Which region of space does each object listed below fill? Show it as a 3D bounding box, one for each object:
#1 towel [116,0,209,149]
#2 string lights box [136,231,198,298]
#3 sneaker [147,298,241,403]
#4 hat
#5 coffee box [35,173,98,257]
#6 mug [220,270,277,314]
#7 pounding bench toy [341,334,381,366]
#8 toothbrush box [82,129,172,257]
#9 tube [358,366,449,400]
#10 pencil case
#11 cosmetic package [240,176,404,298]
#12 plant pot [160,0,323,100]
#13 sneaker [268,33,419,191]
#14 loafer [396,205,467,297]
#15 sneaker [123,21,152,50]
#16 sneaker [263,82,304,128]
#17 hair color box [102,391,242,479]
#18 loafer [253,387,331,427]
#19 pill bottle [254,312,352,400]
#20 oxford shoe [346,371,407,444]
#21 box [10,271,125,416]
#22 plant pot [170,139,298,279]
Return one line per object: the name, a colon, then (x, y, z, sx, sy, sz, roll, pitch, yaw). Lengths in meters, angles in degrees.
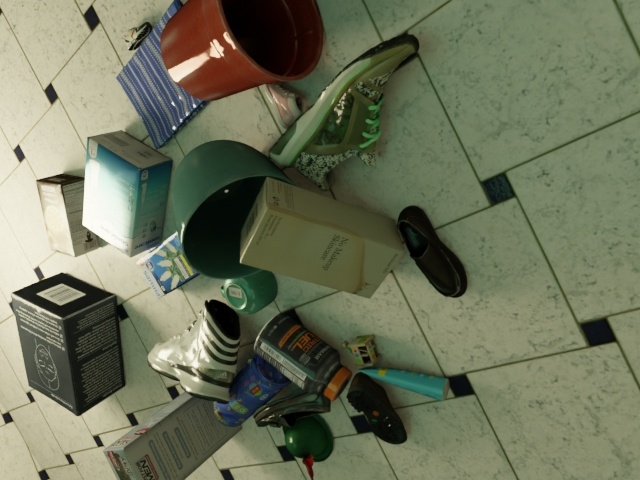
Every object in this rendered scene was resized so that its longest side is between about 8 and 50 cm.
towel: (-0.397, -0.418, 1.432, 0.336, 0.040, 0.243, -31, 89, 38)
string lights box: (-0.412, 0.059, 1.604, 0.259, 0.076, 0.133, -29, 92, 38)
sneaker: (-0.351, 0.298, 1.639, 0.447, 0.169, 0.258, 5, 73, 54)
hat: (-0.077, 0.575, 1.513, 0.173, 0.183, 0.208, 45, 126, 12)
coffee box: (-0.828, -0.084, 1.815, 0.141, 0.098, 0.247, 10, 113, 31)
mug: (-0.201, 0.139, 1.480, 0.129, 0.097, 0.158, 49, 127, 8)
pounding bench toy: (0.097, 0.275, 1.361, 0.083, 0.052, 0.065, -13, 101, 37)
toothbrush box: (-0.562, -0.134, 1.599, 0.216, 0.126, 0.296, 29, 121, 21)
tube: (0.197, 0.327, 1.307, 0.207, 0.080, 0.052, 8, 82, 28)
pencil case: (-0.197, 0.416, 1.571, 0.133, 0.119, 0.306, 31, 128, -15)
cosmetic package: (0.000, 0.000, 1.172, 0.309, 0.113, 0.160, 17, 126, -19)
plant pot: (-0.183, -0.427, 1.158, 0.265, 0.272, 0.273, -9, 103, 44)
sneaker: (0.075, -0.247, 1.138, 0.182, 0.158, 0.410, 44, 132, -8)
loafer: (0.223, 0.034, 1.164, 0.080, 0.078, 0.220, -38, 85, 38)
sneaker: (-0.478, -0.539, 1.438, 0.109, 0.040, 0.044, -24, 92, 37)
sneaker: (-0.078, -0.325, 1.241, 0.070, 0.051, 0.134, -28, 79, 32)
hair color box: (-0.419, 0.582, 1.626, 0.113, 0.374, 0.185, -20, 96, 37)
loafer: (-0.081, 0.466, 1.502, 0.267, 0.096, 0.084, -35, 57, 29)
pill bottle: (-0.039, 0.302, 1.415, 0.245, 0.130, 0.131, 33, 123, 19)
oxford shoe: (0.151, 0.412, 1.367, 0.082, 0.096, 0.227, -22, 113, 24)
box: (-0.881, 0.358, 1.955, 0.293, 0.212, 0.396, 16, 116, 28)
plant pot: (-0.210, -0.096, 1.286, 0.235, 0.292, 0.293, 56, 134, 40)
